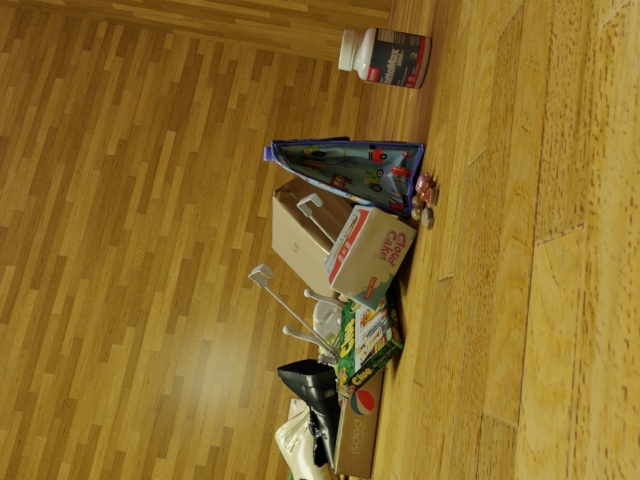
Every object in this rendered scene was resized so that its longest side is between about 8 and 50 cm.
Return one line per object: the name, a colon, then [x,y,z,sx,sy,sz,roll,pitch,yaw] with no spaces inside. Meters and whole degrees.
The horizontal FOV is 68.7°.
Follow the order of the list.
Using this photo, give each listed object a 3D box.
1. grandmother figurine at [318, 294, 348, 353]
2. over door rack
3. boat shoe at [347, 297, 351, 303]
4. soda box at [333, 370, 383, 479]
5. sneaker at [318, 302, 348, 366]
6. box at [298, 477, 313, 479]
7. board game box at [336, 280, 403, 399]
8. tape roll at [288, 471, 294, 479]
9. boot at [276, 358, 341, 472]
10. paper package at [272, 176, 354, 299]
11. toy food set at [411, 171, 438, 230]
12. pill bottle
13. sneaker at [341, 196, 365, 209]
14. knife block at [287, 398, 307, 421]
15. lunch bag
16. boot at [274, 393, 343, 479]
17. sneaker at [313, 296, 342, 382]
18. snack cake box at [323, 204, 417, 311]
grandmother figurine: [0.068,0.285,1.734,0.208,0.104,0.342,-131,48,-54]
over door rack: [-0.017,0.090,1.062,0.324,0.108,0.239,55,-131,-31]
boat shoe: [0.102,0.193,1.273,0.049,0.056,0.152,56,-152,-50]
soda box: [0.067,0.319,0.834,0.058,0.062,0.181,101,179,-74]
sneaker: [0.064,0.324,1.342,0.122,0.110,0.282,43,-119,-71]
box: [0.001,0.531,0.758,0.243,0.118,0.213,100,180,-73]
board game box: [0.084,0.153,0.842,0.136,0.030,0.259,-52,10,19]
tape roll: [-0.042,0.750,1.256,0.321,0.077,0.320,3,-90,-80]
boot: [-0.014,0.376,1.028,0.246,0.094,0.207,161,98,-66]
paper package: [0.000,0.000,1.466,0.168,0.309,0.324,-37,-19,-23]
toy food set: [0.155,-0.064,0.705,0.122,0.019,0.077,-78,-2,-78]
pill bottle: [0.133,-0.391,0.998,0.108,0.180,0.107,10,-90,-89]
sneaker: [0.119,-0.169,1.524,0.365,0.138,0.210,94,-178,-48]
knife block: [0.038,0.507,1.308,0.276,0.242,0.088,-9,64,42]
lunch bag: [0.031,-0.142,0.932,0.221,0.294,0.138,-79,-1,-82]
boot: [0.018,0.478,1.090,0.262,0.095,0.203,-42,47,15]
sneaker: [0.040,0.273,1.229,0.126,0.091,0.240,76,-179,-66]
snack cake box: [0.082,0.019,0.881,0.152,0.089,0.264,-61,4,4]
